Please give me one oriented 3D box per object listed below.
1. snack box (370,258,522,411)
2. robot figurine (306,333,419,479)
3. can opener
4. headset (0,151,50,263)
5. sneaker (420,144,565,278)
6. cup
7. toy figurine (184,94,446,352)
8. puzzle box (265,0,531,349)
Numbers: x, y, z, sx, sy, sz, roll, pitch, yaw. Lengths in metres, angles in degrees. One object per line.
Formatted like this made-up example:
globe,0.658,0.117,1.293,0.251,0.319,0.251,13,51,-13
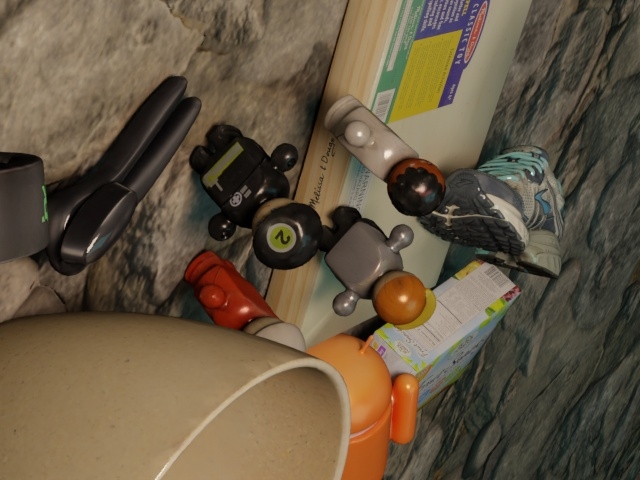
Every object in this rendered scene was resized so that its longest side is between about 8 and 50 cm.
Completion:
snack box,0.108,0.128,1.873,0.207,0.070,0.174,-34,161,-45
robot figurine,0.011,0.181,1.733,0.219,0.158,0.128,92,21,-44
can opener,-0.147,-0.047,1.296,0.186,0.073,0.059,-56,148,-30
headset,-0.329,0.023,0.847,0.394,0.243,0.185,-5,97,-26
sneaker,0.184,-0.047,1.753,0.283,0.110,0.122,31,71,-67
cup,-0.166,0.183,1.285,0.331,0.237,0.331,-43,149,-34
toy figurine,0.000,0.000,1.441,0.210,0.148,0.213,-16,134,-27
puzzle box,0.082,-0.105,1.651,0.272,0.052,0.408,-21,134,-52
